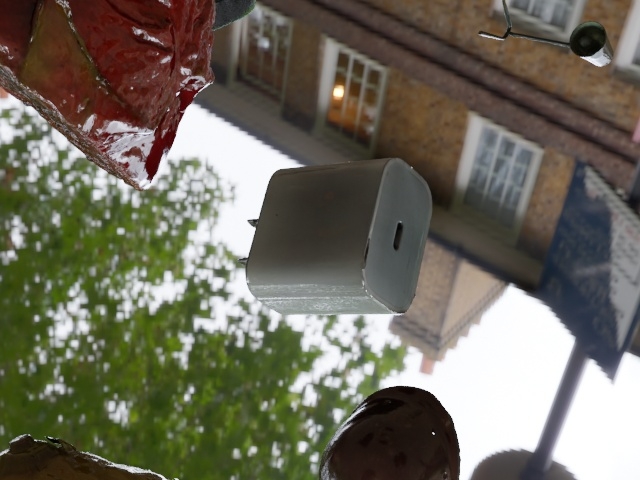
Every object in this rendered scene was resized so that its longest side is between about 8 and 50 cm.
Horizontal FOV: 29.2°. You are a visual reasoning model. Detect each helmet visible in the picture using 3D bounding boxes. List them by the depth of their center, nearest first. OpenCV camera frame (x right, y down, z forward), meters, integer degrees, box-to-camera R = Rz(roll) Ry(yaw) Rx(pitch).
[{"bbox_3d":[0.064,0.243,1.307,0.155,0.175,0.106,40,-162,23],"label":"helmet"}]

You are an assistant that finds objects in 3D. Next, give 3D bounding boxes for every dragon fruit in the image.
[{"bbox_3d":[-0.232,-0.253,1.134,0.240,0.302,0.330,12,-104,17],"label":"dragon fruit"}]

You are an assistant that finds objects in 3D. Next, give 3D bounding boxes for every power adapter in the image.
[{"bbox_3d":[0.000,0.000,1.578,0.255,0.124,0.187,-4,-118,38],"label":"power adapter"}]

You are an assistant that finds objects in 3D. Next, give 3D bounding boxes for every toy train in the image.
[{"bbox_3d":[-0.193,-0.308,1.726,0.209,0.044,0.042,-25,-134,-14],"label":"toy train"}]

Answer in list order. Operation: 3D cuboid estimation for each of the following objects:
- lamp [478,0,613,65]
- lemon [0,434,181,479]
[{"bbox_3d":[0.203,-0.177,1.076,0.121,0.041,0.054,23,-179,34],"label":"lamp"},{"bbox_3d":[-0.159,0.276,0.814,0.253,0.310,0.253,-15,-176,1],"label":"lemon"}]
